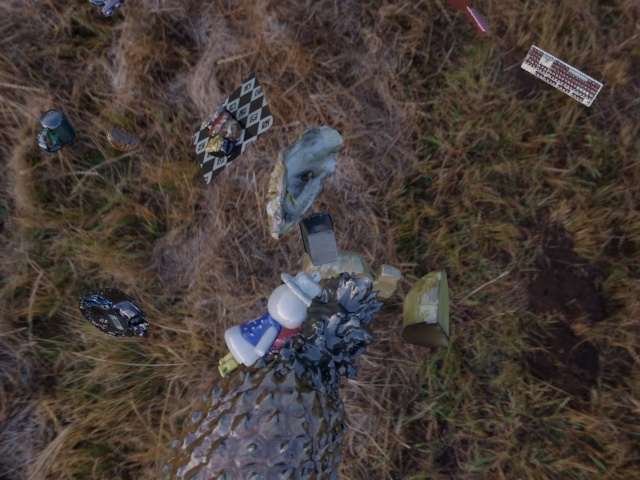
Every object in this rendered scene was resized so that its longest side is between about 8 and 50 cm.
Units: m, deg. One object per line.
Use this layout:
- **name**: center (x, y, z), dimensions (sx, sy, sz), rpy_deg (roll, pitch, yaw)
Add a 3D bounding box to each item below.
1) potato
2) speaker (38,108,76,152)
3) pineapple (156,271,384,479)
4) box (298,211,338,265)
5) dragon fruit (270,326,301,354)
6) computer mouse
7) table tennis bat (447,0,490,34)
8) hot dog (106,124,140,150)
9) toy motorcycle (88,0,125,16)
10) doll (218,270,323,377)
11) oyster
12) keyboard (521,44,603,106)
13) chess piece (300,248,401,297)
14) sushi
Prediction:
- **potato**: center (0.157, 0.095, 0.895), dimensions (0.066, 0.096, 0.103), rpy_deg (-2, 57, 20)
- **speaker**: center (-0.586, -0.239, 1.337), dimensions (0.060, 0.075, 0.094), rpy_deg (-12, 53, 2)
- **pineapple**: center (-0.043, 0.200, 0.752), dimensions (0.202, 0.202, 0.362), rpy_deg (30, 76, -3)
- **box**: center (0.000, 0.000, 1.469), dimensions (0.084, 0.122, 0.069), rpy_deg (-16, 38, -5)
- **dragon fruit**: center (-0.036, 0.336, 1.739), dimensions (0.163, 0.261, 0.189), rpy_deg (-42, 52, -9)
- **computer mouse**: center (-0.532, 0.180, 1.564), dimensions (0.242, 0.146, 0.077), rpy_deg (10, 44, 28)
- **table tennis bat**: center (0.267, -0.455, 1.135), dimensions (0.019, 0.098, 0.154), rpy_deg (-41, 98, -4)
- **hot dog**: center (-0.490, -0.254, 1.494), dimensions (0.083, 0.035, 0.058), rpy_deg (14, 70, -41)
- **toy motorcycle**: center (-0.399, -0.561, 1.293), dimensions (0.213, 0.082, 0.122), rpy_deg (-41, 89, -3)
- **doll**: center (-0.102, 0.173, 1.266), dimensions (0.293, 0.138, 0.119), rpy_deg (-46, 108, 2)
- **oyster**: center (-0.056, -0.147, 1.468), dimensions (0.166, 0.110, 0.341), rpy_deg (29, 68, -33)
- **keyboard**: center (0.489, -0.335, 1.229), dimensions (0.166, 0.055, 0.017), rpy_deg (40, 47, 22)
- **chess piece**: center (0.098, 0.094, 1.830), dimensions (0.301, 0.137, 0.137), rpy_deg (20, 76, -14)
- **sushi**: center (-0.258, -0.317, 1.608), dimensions (0.264, 0.290, 0.050), rpy_deg (-40, 131, 14)
